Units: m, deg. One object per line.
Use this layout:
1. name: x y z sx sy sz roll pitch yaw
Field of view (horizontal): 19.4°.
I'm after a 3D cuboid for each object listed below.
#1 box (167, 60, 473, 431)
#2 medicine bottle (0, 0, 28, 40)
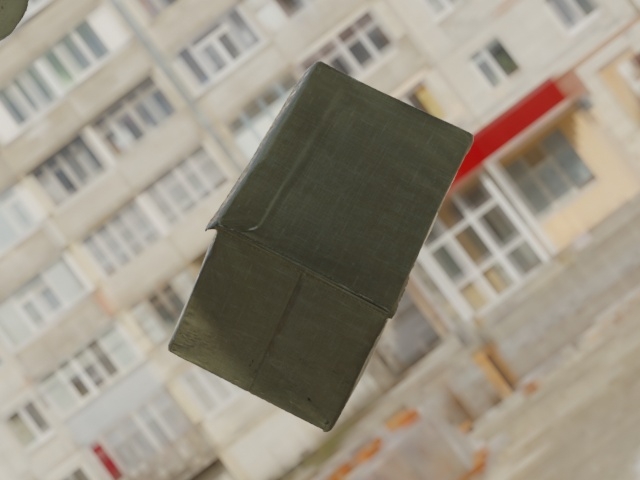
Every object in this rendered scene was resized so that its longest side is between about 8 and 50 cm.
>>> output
1. box: 0.000 0.000 1.476 0.231 0.155 0.149 -63 -2 -48
2. medicine bottle: -0.206 -0.147 1.041 0.047 0.083 0.047 -44 -29 -32
